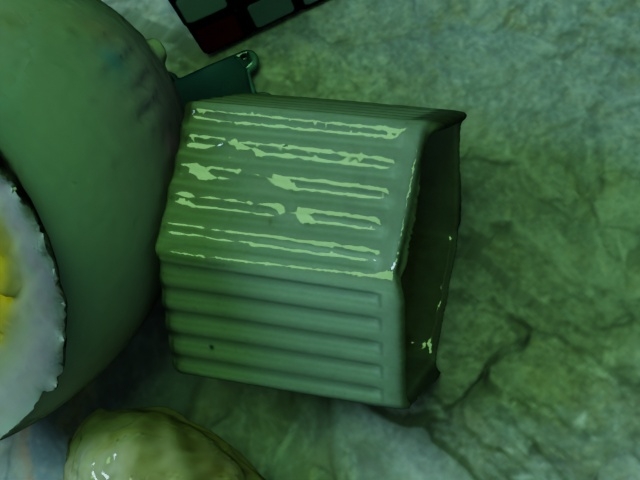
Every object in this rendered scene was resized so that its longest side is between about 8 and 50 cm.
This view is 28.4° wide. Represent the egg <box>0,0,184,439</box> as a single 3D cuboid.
[{"bbox_3d":[-0.258,-0.061,0.987,0.355,0.354,0.340,14,32,18],"label":"egg"}]

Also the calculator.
[{"bbox_3d":[-0.113,-0.118,1.138,0.141,0.019,0.094,-23,65,6],"label":"calculator"}]

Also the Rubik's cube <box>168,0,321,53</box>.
[{"bbox_3d":[-0.082,-0.293,1.121,0.163,0.162,0.160,-25,65,2],"label":"Rubik's cube"}]

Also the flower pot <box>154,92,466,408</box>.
[{"bbox_3d":[0.000,0.000,0.958,0.190,0.209,0.239,8,72,15],"label":"flower pot"}]

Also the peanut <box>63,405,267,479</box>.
[{"bbox_3d":[-0.085,0.258,0.922,0.149,0.149,0.313,-26,65,2],"label":"peanut"}]
